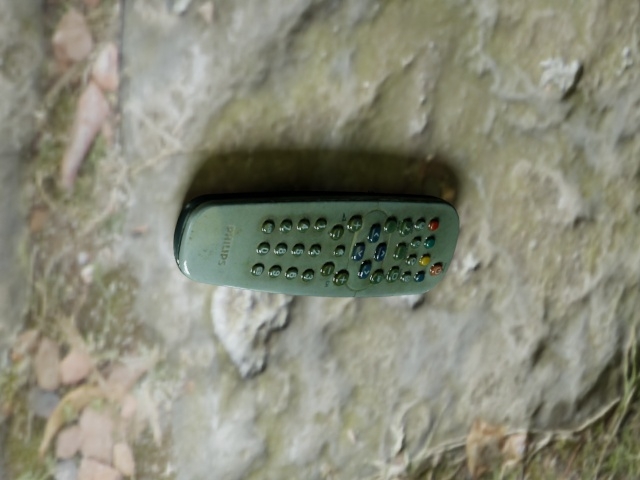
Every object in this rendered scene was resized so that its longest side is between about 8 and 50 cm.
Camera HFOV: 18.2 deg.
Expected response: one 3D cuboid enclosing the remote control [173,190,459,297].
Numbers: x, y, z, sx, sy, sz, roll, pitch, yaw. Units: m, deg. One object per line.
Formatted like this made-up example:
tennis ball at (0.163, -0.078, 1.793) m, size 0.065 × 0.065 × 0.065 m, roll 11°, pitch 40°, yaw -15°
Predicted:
remote control at (0.000, 0.000, 1.319) m, size 0.222 × 0.042 × 0.072 m, roll 2°, pitch 111°, yaw -36°
